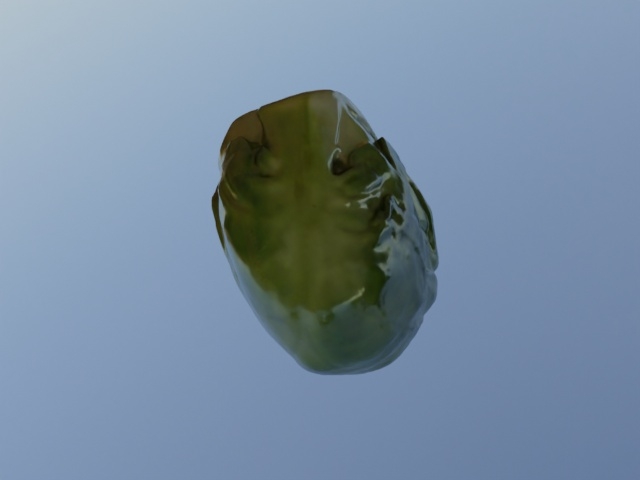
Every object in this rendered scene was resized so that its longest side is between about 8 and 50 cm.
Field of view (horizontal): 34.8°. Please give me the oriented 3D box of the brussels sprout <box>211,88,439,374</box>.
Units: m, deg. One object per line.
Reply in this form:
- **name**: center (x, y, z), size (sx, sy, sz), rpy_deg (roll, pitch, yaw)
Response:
- **brussels sprout**: center (0.000, 0.000, 0.787), size (0.161, 0.223, 0.223), rpy_deg (-28, -156, 25)
